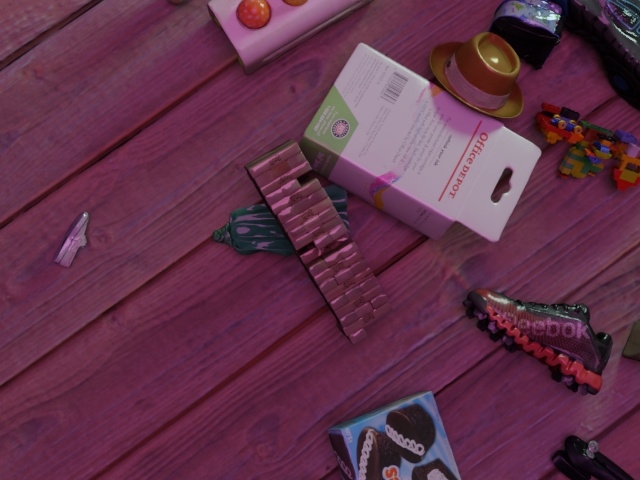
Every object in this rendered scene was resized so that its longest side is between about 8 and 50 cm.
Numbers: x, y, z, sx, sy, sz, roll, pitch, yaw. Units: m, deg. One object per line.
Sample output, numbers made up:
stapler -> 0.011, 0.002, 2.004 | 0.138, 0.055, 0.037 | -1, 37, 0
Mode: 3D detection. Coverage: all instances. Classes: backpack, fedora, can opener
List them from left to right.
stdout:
fedora -> 0.275, -0.289, 1.633 | 0.194, 0.194, 0.079 | 32, 129, -1
backpack -> 0.351, -0.366, 1.680 | 0.114, 0.105, 0.084 | 22, 64, -1
can opener -> 0.489, 0.398, 1.678 | 0.186, 0.073, 0.059 | 32, 48, -4

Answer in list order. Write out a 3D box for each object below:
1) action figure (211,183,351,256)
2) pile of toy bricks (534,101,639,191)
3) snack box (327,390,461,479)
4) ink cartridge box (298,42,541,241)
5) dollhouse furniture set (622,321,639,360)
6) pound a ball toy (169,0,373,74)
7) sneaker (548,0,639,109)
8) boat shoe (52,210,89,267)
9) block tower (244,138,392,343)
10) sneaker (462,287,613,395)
action figure -> -0.068, -0.021, 1.661 | 0.232, 0.063, 0.137 | -6, 89, -7
pile of toy bricks -> 0.449, -0.150, 1.684 | 0.212, 0.118, 0.105 | 16, 115, -18
snack box -> 0.148, 0.432, 1.618 | 0.187, 0.060, 0.321 | -18, 88, -28
ink cartridge box -> 0.161, -0.144, 1.629 | 0.354, 0.119, 0.207 | 30, 70, 0
dollhouse furniture set -> 0.768, 0.101, 1.598 | 0.362, 0.256, 0.394 | 25, 86, -1
pound a ball toy -> -0.083, -0.430, 1.644 | 0.319, 0.136, 0.208 | -31, 89, -4
sneaker -> 0.535, -0.354, 1.676 | 0.140, 0.125, 0.341 | -40, 92, -9
boat shoe -> -0.414, 0.000, 1.662 | 0.035, 0.035, 0.100 | 31, 82, -28
block tower -> 0.000, 0.000, 1.598 | 0.097, 0.091, 0.335 | -30, 105, -4
sneaker -> 0.375, 0.143, 1.657 | 0.276, 0.097, 0.135 | 32, 87, -3
